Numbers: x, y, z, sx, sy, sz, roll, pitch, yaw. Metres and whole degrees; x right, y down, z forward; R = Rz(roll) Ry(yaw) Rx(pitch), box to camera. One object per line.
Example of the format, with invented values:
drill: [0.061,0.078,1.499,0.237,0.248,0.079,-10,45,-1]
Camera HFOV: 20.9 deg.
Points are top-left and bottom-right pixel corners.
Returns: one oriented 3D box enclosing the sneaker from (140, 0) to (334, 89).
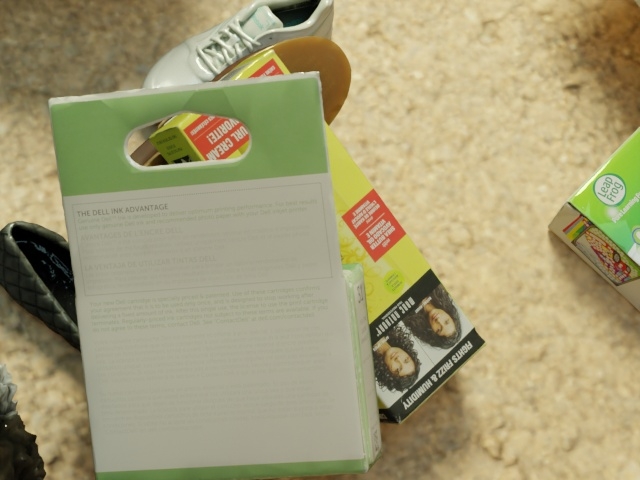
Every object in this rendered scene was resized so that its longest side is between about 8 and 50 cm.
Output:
sneaker: [-0.056,-0.132,1.161,0.152,0.061,0.053,-32,79,-18]

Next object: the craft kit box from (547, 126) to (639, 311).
craft kit box: [0.327,-0.014,1.185,0.246,0.061,0.250,45,69,6]

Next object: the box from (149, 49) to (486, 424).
box: [0.000,0.000,1.079,0.087,0.058,0.232,-40,101,-21]

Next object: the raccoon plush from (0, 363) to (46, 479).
raccoon plush: [-0.254,0.222,0.837,0.216,0.299,0.446,-26,71,8]

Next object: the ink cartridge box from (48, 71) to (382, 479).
ink cartridge box: [-0.061,0.024,1.021,0.171,0.056,0.235,-5,96,14]

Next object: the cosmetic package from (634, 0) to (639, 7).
cosmetic package: [0.425,-0.223,1.083,0.327,0.329,0.393,-21,69,-34]

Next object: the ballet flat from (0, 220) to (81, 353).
ballet flat: [-0.134,0.048,1.084,0.173,0.049,0.057,31,68,3]

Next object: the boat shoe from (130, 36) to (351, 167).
boat shoe: [-0.072,-0.062,1.124,0.207,0.073,0.073,-38,107,-20]
